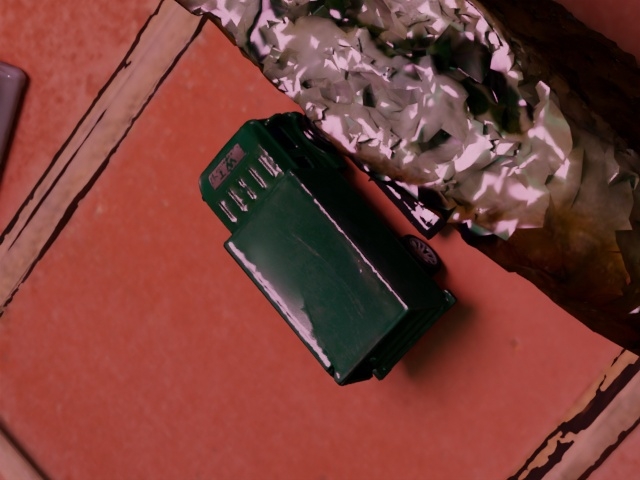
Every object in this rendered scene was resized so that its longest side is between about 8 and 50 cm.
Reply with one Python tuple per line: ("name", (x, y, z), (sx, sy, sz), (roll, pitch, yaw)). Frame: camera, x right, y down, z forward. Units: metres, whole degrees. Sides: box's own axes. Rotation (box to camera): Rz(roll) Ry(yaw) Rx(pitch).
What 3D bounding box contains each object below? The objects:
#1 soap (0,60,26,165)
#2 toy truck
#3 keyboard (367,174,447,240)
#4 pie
("soap", (-0.261, -0.027, 1.141), (0.119, 0.066, 0.198), (24, 104, 24))
("toy truck", (0.000, 0.000, 0.992), (0.065, 0.079, 0.147), (-48, 69, 22))
("keyboard", (0.015, -0.091, 1.010), (0.063, 0.010, 0.198), (-43, 73, 7))
("pie", (0.066, -0.066, 0.836), (0.354, 0.288, 0.103), (42, 103, 24))
